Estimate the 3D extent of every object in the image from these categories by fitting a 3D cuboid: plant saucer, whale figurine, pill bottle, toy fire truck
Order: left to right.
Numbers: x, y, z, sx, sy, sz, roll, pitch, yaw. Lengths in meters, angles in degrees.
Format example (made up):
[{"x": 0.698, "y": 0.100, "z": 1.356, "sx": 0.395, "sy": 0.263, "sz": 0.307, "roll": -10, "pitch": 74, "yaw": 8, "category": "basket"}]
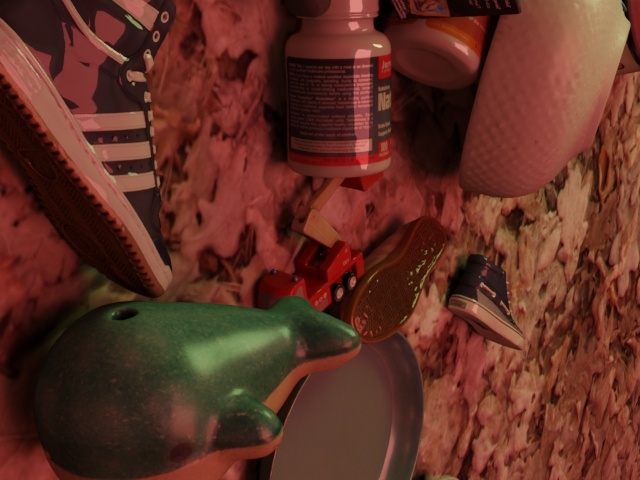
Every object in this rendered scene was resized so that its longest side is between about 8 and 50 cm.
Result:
[{"x": -0.101, "y": 0.099, "z": 0.826, "sx": 0.272, "sy": 0.216, "sz": 0.141, "roll": -24, "pitch": 119, "yaw": -26, "category": "whale figurine"}, {"x": 0.000, "y": 0.000, "z": 1.072, "sx": 0.192, "sy": 0.047, "sz": 0.135, "roll": -40, "pitch": 134, "yaw": -41, "category": "toy fire truck"}, {"x": 0.018, "y": -0.160, "z": 1.005, "sx": 0.108, "sy": 0.108, "sz": 0.180, "roll": -23, "pitch": 117, "yaw": -50, "category": "pill bottle"}, {"x": 0.024, "y": 0.249, "z": 1.189, "sx": 0.317, "sy": 0.044, "sz": 0.317, "roll": -20, "pitch": 116, "yaw": -50, "category": "plant saucer"}, {"x": 0.156, "y": -0.292, "z": 1.150, "sx": 0.121, "sy": 0.121, "sz": 0.216, "roll": 40, "pitch": 68, "yaw": -52, "category": "pill bottle"}]

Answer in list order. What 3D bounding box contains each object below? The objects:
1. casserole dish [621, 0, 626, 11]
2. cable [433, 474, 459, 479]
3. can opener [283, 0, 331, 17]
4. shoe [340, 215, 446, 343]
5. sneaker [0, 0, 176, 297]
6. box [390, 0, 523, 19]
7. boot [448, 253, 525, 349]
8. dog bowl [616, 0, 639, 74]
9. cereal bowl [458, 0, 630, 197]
[{"x": 0.344, "y": -0.369, "z": 1.379, "sx": 0.037, "sy": 0.188, "sz": 0.114, "roll": -40, "pitch": 156, "yaw": 15, "category": "casserole dish"}, {"x": 0.147, "y": 0.445, "z": 1.351, "sx": 0.257, "sy": 0.089, "sz": 0.257, "roll": 14, "pitch": 95, "yaw": -59, "category": "cable"}, {"x": -0.022, "y": -0.306, "z": 0.818, "sx": 0.076, "sy": 0.095, "sz": 0.283, "roll": -57, "pitch": 143, "yaw": -27, "category": "can opener"}, {"x": 0.078, "y": 0.049, "z": 1.178, "sx": 0.076, "sy": 0.058, "sz": 0.219, "roll": 58, "pitch": 45, "yaw": -15, "category": "shoe"}, {"x": -0.159, "y": -0.093, "z": 0.787, "sx": 0.153, "sy": 0.099, "sz": 0.282, "roll": -53, "pitch": 135, "yaw": -29, "category": "sneaker"}, {"x": 0.139, "y": -0.375, "z": 1.027, "sx": 0.163, "sy": 0.142, "sz": 0.247, "roll": 46, "pitch": 49, "yaw": -60, "category": "box"}, {"x": 0.251, "y": 0.091, "z": 1.436, "sx": 0.190, "sy": 0.069, "sz": 0.086, "roll": 37, "pitch": 72, "yaw": -50, "category": "boot"}, {"x": 0.509, "y": -0.451, "z": 1.575, "sx": 0.408, "sy": 0.150, "sz": 0.408, "roll": -21, "pitch": 117, "yaw": -50, "category": "dog bowl"}, {"x": 0.284, "y": -0.206, "z": 1.232, "sx": 0.339, "sy": 0.141, "sz": 0.339, "roll": 18, "pitch": 90, "yaw": -78, "category": "cereal bowl"}]
